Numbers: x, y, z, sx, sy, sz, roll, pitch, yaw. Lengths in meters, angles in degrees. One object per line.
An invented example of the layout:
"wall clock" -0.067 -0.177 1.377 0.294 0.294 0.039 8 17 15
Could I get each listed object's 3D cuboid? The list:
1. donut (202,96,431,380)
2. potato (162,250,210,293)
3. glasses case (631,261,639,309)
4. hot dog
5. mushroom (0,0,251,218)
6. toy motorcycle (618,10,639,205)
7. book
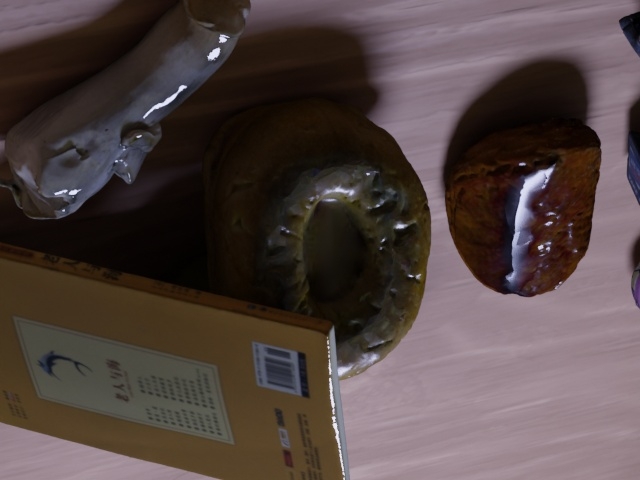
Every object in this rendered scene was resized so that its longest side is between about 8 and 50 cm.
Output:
"donut" 0.000 0.000 1.719 0.208 0.128 0.262 -11 106 -16
"potato" -0.088 0.088 1.859 0.298 0.141 0.176 -29 150 12
"glasses case" 0.500 0.005 2.123 0.316 0.076 0.123 -21 146 -2
"hot dog" 0.209 -0.041 1.882 0.160 0.099 0.227 -12 143 -15
"mushroom" -0.165 -0.120 1.585 0.278 0.099 0.096 -39 156 17
"toy motorcycle" 0.388 -0.159 1.799 0.212 0.125 0.359 -17 144 -4
"book" -0.158 0.124 1.734 0.388 0.032 0.269 14 139 17
